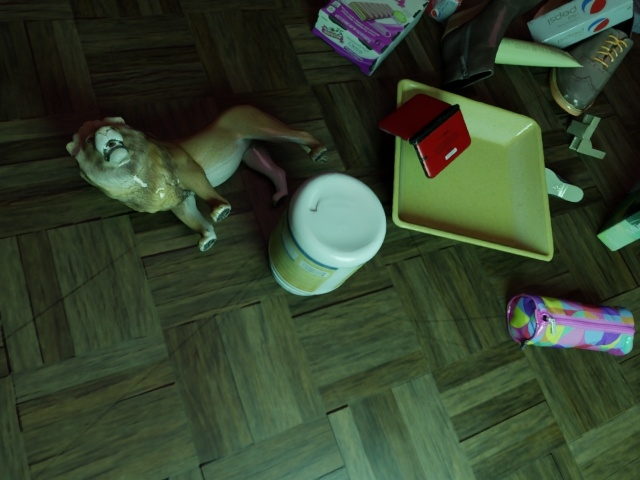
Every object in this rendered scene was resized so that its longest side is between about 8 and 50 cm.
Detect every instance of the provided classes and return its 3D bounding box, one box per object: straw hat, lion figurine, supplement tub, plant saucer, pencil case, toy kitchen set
[{"bbox_3d":[0.624,-0.553,1.304,0.061,0.145,0.144,21,53,-57],"label":"straw hat"},{"bbox_3d":[-0.181,-0.142,0.838,0.240,0.142,0.392,46,47,13],"label":"lion figurine"},{"bbox_3d":[0.000,0.000,0.783,0.145,0.199,0.144,7,66,-17],"label":"supplement tub"},{"bbox_3d":[0.284,-0.129,1.003,0.333,0.081,0.332,13,64,-14],"label":"plant saucer"},{"bbox_3d":[0.462,0.155,0.932,0.237,0.104,0.104,8,66,-17],"label":"pencil case"},{"bbox_3d":[0.628,-0.247,1.181,0.075,0.083,0.068,13,23,-13],"label":"toy kitchen set"}]

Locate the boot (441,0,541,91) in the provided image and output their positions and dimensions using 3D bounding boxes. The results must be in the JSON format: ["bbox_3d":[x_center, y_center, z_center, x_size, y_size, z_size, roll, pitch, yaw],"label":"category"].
[{"bbox_3d":[0.377,-0.440,1.091,0.090,0.249,0.206,29,60,-41],"label":"boot"}]

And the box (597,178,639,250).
[{"bbox_3d":[0.736,-0.123,1.018,0.058,0.322,0.232,45,61,9],"label":"box"}]

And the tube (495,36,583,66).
[{"bbox_3d":[0.494,-0.442,1.199,0.240,0.062,0.069,3,82,-8],"label":"tube"}]

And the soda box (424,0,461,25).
[{"bbox_3d":[0.329,-0.655,1.218,0.092,0.083,0.263,31,70,-7],"label":"soda box"}]

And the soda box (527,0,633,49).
[{"bbox_3d":[0.624,-0.533,1.221,0.069,0.216,0.073,21,54,-57],"label":"soda box"}]

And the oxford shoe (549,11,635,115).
[{"bbox_3d":[0.673,-0.449,1.241,0.130,0.132,0.363,35,62,-2],"label":"oxford shoe"}]

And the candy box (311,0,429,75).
[{"bbox_3d":[0.113,-0.489,1.104,0.159,0.071,0.233,37,61,0],"label":"candy box"}]

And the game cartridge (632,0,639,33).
[{"bbox_3d":[0.757,-0.735,1.407,0.230,0.068,0.354,5,59,-19],"label":"game cartridge"}]

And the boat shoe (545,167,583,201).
[{"bbox_3d":[0.502,-0.125,1.097,0.137,0.049,0.043,23,20,-5],"label":"boat shoe"}]

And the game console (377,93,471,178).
[{"bbox_3d":[0.198,-0.199,0.951,0.144,0.085,0.124,-40,116,-28],"label":"game console"}]
